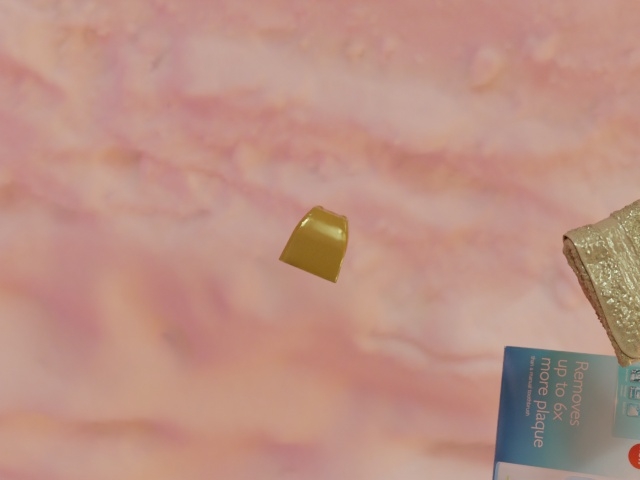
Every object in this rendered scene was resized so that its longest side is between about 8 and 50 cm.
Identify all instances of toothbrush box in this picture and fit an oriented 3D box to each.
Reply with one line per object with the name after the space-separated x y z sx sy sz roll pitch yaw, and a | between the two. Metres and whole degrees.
0.372 0.252 1.625 0.295 0.216 0.126 5 175 19 | toothbrush box

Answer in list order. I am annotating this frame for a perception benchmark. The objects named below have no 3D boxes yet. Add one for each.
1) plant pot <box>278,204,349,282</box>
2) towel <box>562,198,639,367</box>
0.000 0.000 1.726 0.081 0.081 0.083 23 94 1 | plant pot
0.312 0.041 1.296 0.110 0.148 0.027 -24 174 -12 | towel
